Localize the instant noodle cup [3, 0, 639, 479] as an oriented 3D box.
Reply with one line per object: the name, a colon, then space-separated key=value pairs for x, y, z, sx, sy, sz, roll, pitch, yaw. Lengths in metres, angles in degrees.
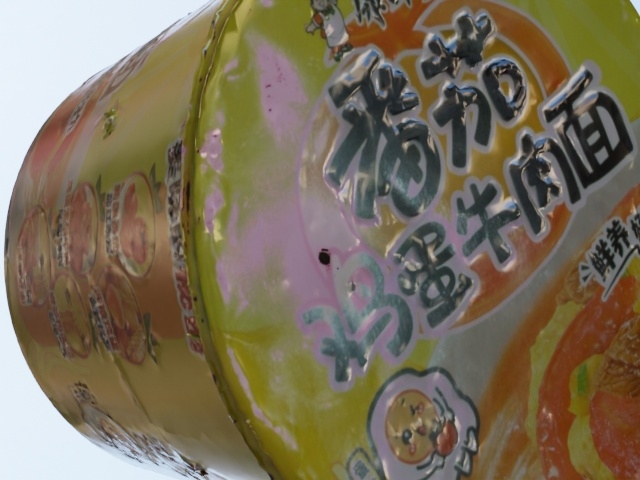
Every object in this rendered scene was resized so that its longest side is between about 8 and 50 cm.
instant noodle cup: x=0.000 y=0.000 z=0.564 sx=0.264 sy=0.264 sz=0.200 roll=37 pitch=-26 yaw=-30
